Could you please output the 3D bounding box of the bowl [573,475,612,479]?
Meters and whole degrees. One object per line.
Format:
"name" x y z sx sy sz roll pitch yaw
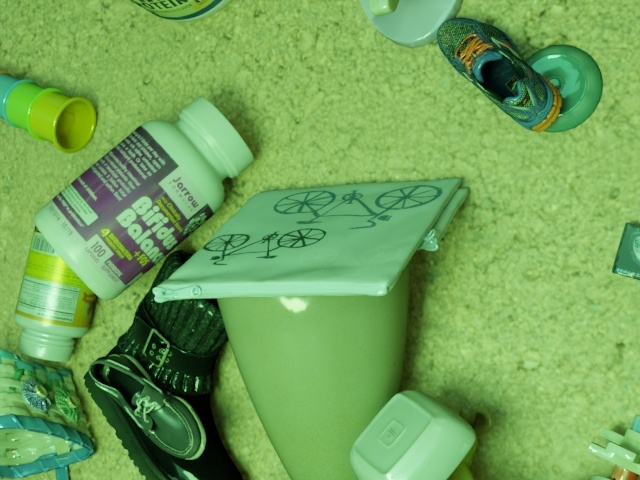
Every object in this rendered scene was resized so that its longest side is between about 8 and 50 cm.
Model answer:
"bowl" 0.335 0.333 1.175 0.170 0.170 0.080 25 66 25

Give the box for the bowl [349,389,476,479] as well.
"bowl" 0.100 0.244 1.179 0.142 0.053 0.142 -48 27 -7

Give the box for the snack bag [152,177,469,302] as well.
"snack bag" 0.000 0.000 1.272 0.322 0.342 0.037 -2 113 23

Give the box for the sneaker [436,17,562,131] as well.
"sneaker" 0.225 -0.233 1.299 0.083 0.087 0.221 -54 52 15

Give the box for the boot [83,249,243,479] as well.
"boot" -0.175 0.207 1.421 0.348 0.131 0.260 45 103 23

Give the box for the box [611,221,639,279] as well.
"box" 0.414 0.020 1.234 0.083 0.018 0.067 17 92 26

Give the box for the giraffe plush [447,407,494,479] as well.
"giraffe plush" 0.158 0.296 1.246 0.181 0.210 0.171 -5 64 8

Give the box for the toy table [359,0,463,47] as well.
"toy table" 0.098 -0.418 1.356 0.252 0.161 0.275 -20 77 22

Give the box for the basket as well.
"basket" -0.466 0.320 1.476 0.201 0.254 0.289 -16 66 20

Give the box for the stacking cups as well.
"stacking cups" -0.524 -0.232 1.659 0.316 0.096 0.096 20 92 27

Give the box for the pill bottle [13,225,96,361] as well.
"pill bottle" -0.410 0.076 1.553 0.117 0.117 0.215 13 89 25

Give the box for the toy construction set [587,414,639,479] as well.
"toy construction set" 0.449 0.160 1.128 0.215 0.151 0.328 23 102 1

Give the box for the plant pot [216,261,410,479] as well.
"plant pot" 0.005 0.172 1.303 0.256 0.256 0.274 -2 101 24

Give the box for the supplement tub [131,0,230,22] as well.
"supplement tub" -0.261 -0.469 1.440 0.228 0.316 0.229 -3 82 25

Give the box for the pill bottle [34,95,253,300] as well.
"pill bottle" -0.248 -0.068 1.438 0.301 0.169 0.169 -42 68 -7

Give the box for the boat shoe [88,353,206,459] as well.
"boat shoe" -0.240 0.227 1.341 0.206 0.065 0.075 38 102 29

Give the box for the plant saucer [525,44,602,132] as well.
"plant saucer" 0.311 -0.203 1.308 0.119 0.021 0.120 -3 82 24
